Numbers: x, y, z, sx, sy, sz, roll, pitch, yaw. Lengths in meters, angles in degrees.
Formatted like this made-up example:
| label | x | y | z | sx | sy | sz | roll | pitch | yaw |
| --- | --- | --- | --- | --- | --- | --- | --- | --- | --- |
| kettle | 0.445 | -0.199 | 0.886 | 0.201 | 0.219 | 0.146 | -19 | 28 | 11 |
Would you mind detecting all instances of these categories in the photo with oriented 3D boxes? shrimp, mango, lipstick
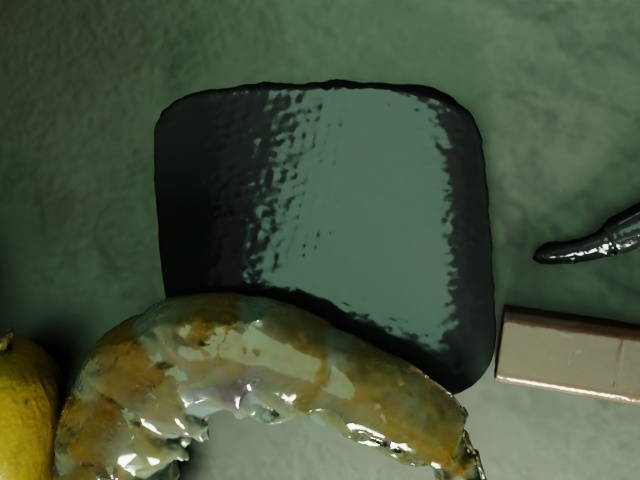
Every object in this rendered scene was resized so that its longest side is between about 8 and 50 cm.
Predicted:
| label | x | y | z | sx | sy | sz | roll | pitch | yaw |
| --- | --- | --- | --- | --- | --- | --- | --- | --- | --- |
| shrimp | -0.057 | 0.119 | 0.560 | 0.287 | 0.068 | 0.185 | -22 | 100 | 11 |
| mango | -0.202 | 0.140 | 0.587 | 0.066 | 0.101 | 0.188 | 5 | 105 | -6 |
| lipstick | 0.180 | 0.072 | 0.544 | 0.145 | 0.045 | 0.045 | 8 | 97 | 10 |

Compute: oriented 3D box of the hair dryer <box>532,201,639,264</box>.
| label | x | y | z | sx | sy | sz | roll | pitch | yaw |
| --- | --- | --- | --- | --- | --- | --- | --- | --- | --- |
| hair dryer | 0.212 | -0.055 | 0.528 | 0.219 | 0.075 | 0.196 | -33 | 78 | 18 |

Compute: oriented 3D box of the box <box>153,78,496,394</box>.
| label | x | y | z | sx | sy | sz | roll | pitch | yaw |
| --- | --- | --- | --- | --- | --- | --- | --- | --- | --- |
| box | 0.000 | 0.000 | 0.571 | 0.212 | 0.042 | 0.201 | -3 | 94 | 11 |
